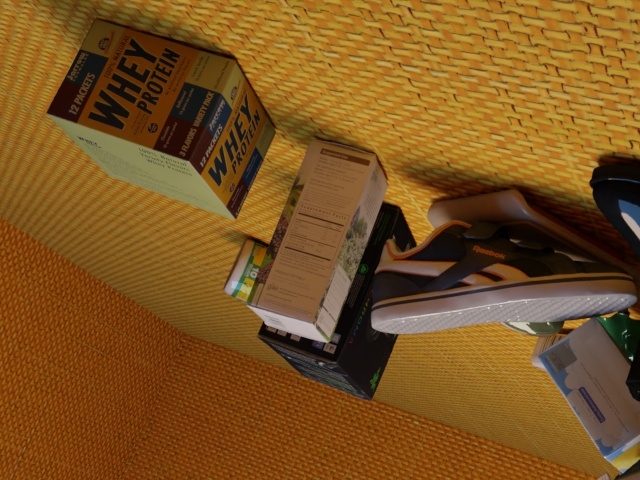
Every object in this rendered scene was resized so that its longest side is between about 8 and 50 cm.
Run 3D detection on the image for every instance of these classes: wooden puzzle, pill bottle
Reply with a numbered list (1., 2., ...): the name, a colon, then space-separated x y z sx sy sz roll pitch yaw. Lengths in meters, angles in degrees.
1. wooden puzzle: 0.281 0.007 1.374 0.239 0.044 0.221 32 164 -19
2. pill bottle: -0.073 0.089 2.086 0.208 0.117 0.117 25 166 -7

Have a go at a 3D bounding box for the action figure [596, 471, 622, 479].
1. action figure: 0.610 0.451 1.738 0.341 0.178 0.330 18 175 13

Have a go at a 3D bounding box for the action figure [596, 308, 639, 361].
1. action figure: 0.465 0.183 1.516 0.137 0.063 0.232 14 136 40

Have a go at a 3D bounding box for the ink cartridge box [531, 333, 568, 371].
1. ink cartridge box: 0.573 0.243 1.749 0.330 0.071 0.324 26 166 -26

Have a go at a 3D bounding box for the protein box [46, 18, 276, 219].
1. protein box: -0.190 -0.146 1.325 0.200 0.136 0.201 19 167 17

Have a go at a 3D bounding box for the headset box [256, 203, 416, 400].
1. headset box: 0.043 0.091 1.629 0.131 0.246 0.283 19 165 19

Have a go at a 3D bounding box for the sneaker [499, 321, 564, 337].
1. sneaker: 0.249 0.071 1.430 0.192 0.064 0.086 31 171 -2

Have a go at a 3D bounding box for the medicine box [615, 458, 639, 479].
1. medicine box: 0.473 0.257 1.087 0.289 0.149 0.263 -25 165 17

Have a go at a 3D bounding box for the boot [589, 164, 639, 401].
1. boot: 0.356 0.059 1.087 0.247 0.207 0.094 27 166 -16

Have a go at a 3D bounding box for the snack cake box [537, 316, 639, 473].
1. snack cake box: 0.382 0.214 1.345 0.264 0.089 0.152 39 -162 -54

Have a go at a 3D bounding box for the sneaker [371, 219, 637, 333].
1. sneaker: 0.214 0.035 1.292 0.321 0.127 0.126 -6 160 19

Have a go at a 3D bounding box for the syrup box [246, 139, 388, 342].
1. syrup box: 0.000 0.000 1.366 0.096 0.236 0.093 15 164 19
